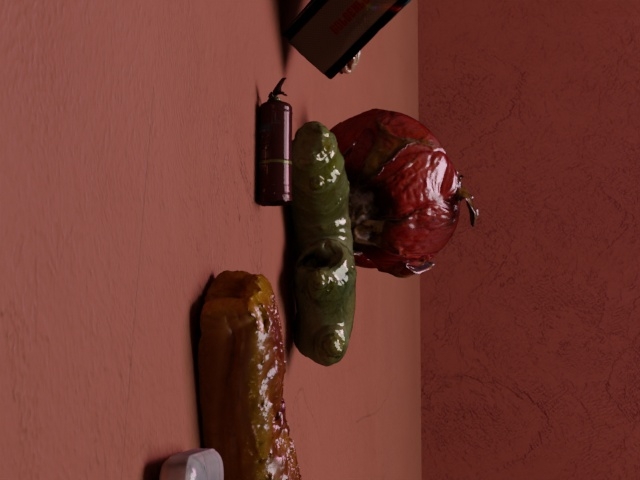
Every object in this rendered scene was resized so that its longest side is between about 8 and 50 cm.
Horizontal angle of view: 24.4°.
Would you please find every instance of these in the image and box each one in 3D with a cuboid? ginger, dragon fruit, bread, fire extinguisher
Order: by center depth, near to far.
[{"bbox_3d":[-0.060,0.165,1.347,0.139,0.077,0.271,-70,156,-75],"label":"bread"},{"bbox_3d":[-0.047,-0.104,1.581,0.056,0.039,0.132,164,-72,-64],"label":"fire extinguisher"},{"bbox_3d":[0.002,0.005,1.752,0.137,0.089,0.290,-12,103,-73],"label":"ginger"},{"bbox_3d":[0.053,-0.048,1.869,0.148,0.218,0.224,-22,70,-48],"label":"dragon fruit"}]

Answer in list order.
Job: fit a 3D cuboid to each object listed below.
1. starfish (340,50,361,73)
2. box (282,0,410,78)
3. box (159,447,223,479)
[{"bbox_3d":[0.044,-0.361,2.201,0.295,0.048,0.231,56,35,-74],"label":"starfish"},{"bbox_3d":[0.091,-0.345,1.799,0.198,0.084,0.310,-42,-170,38],"label":"box"},{"bbox_3d":[-0.103,0.308,1.160,0.142,0.044,0.285,48,42,-84],"label":"box"}]
